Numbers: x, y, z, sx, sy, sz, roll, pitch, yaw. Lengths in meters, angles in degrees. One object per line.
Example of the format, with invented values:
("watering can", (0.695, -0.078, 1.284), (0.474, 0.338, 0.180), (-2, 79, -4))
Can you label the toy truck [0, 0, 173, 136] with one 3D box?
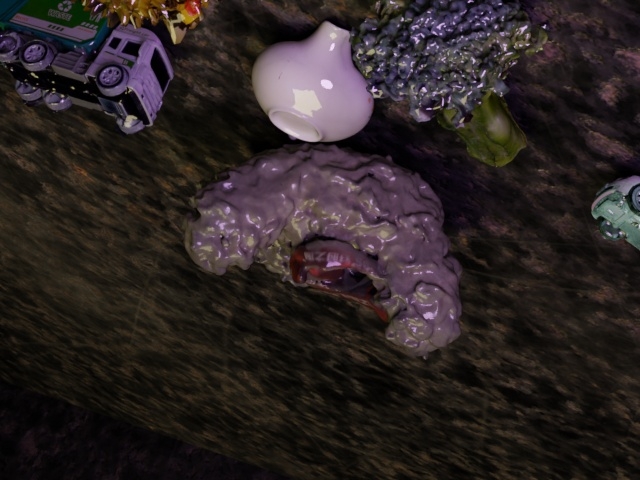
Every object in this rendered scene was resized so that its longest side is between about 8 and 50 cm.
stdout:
("toy truck", (-0.306, -0.225, 1.762), (0.253, 0.124, 0.114), (17, 156, 19))

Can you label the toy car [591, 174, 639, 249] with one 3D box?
("toy car", (0.399, -0.001, 1.536), (0.224, 0.076, 0.090), (35, 159, 0))

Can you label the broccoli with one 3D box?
("broccoli", (0.146, -0.148, 1.447), (0.165, 0.145, 0.304), (20, 170, 27))

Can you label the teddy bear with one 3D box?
("teddy bear", (0.000, 0.000, 1.797), (0.357, 0.224, 0.367), (22, 169, -8))

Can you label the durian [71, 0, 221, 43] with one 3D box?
("durian", (-0.164, -0.315, 1.264), (0.293, 0.258, 0.258), (26, 162, -34))

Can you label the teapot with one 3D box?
("teapot", (-0.013, -0.163, 1.626), (0.145, 0.092, 0.226), (29, 161, -2))
